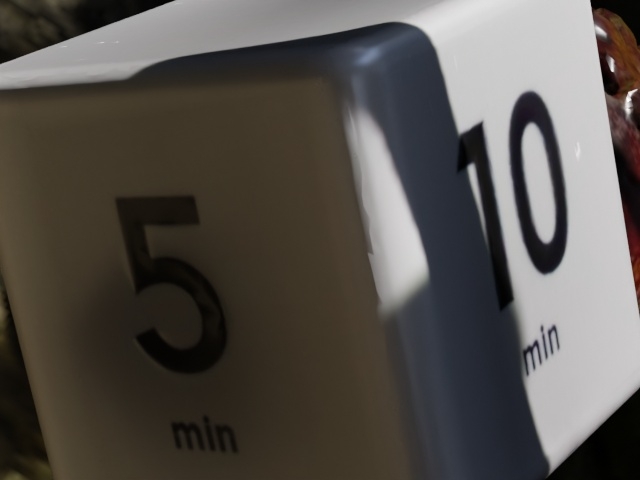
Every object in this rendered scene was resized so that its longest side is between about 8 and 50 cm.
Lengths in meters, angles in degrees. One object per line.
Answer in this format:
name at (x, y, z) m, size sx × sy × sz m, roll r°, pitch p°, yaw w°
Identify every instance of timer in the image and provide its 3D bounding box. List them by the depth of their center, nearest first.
timer at (0.000, 0.000, 0.735) m, size 0.194 × 0.195 × 0.192 m, roll 0°, pitch 19°, yaw 34°

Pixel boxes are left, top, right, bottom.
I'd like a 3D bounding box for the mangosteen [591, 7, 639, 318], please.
mangosteen at (0.040, -0.004, 1.045) m, size 0.306 × 0.359 × 0.306 m, roll 38°, pitch 34°, yaw -33°
